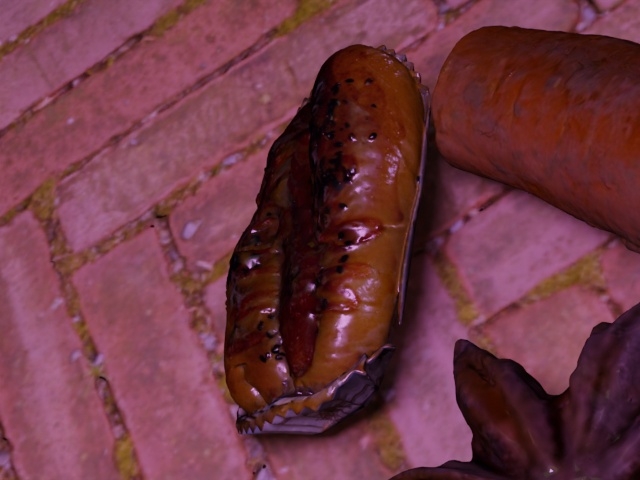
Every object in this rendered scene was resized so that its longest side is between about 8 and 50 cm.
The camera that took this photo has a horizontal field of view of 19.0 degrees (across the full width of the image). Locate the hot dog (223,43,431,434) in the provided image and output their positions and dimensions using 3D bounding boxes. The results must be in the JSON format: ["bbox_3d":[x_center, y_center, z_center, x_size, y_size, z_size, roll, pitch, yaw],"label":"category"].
[{"bbox_3d":[0.000,0.000,1.229,0.162,0.082,0.270,-27,47,51],"label":"hot dog"}]

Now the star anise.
[{"bbox_3d":[0.155,0.157,1.048,0.315,0.108,0.315,-15,51,20],"label":"star anise"}]

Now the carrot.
[{"bbox_3d":[0.202,-0.055,1.138,0.302,0.139,0.139,24,75,38],"label":"carrot"}]
